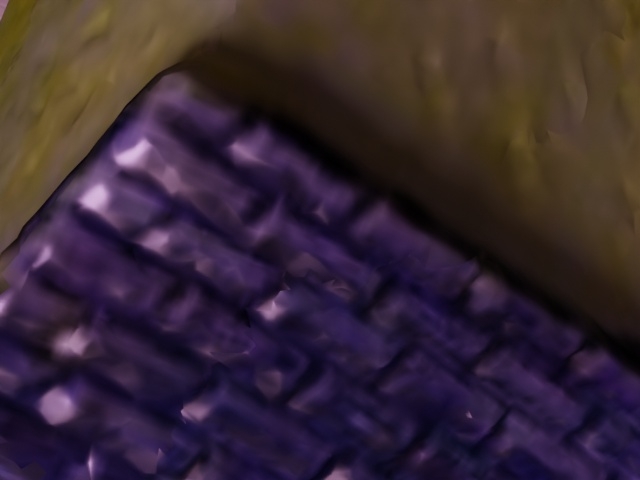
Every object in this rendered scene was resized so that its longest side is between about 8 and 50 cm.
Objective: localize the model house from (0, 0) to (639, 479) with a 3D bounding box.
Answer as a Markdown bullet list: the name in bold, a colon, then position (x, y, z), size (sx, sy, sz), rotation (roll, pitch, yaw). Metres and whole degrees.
- **model house**: position (0.000, 0.000, 0.442), size (0.194, 0.211, 0.170), rotation (34, 155, -33)
